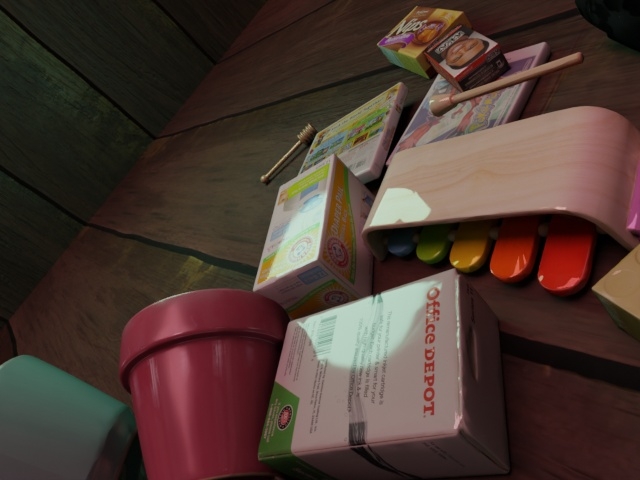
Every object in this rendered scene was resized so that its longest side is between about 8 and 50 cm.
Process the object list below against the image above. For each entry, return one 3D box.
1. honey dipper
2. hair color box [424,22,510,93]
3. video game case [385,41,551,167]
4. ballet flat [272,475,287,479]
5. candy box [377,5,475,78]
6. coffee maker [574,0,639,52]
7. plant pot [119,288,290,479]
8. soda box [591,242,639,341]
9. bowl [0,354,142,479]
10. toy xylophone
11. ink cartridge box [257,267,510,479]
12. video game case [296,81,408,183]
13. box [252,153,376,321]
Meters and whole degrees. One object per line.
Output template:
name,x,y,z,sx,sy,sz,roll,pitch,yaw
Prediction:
honey dipper,-0.069,-0.180,1.026,0.161,0.030,0.030,-45,30,13
hair color box,0.211,-0.268,0.713,0.072,0.043,0.141,-37,33,15
video game case,0.205,-0.185,0.690,0.183,0.023,0.201,4,58,53
ballet flat,0.029,0.259,0.356,0.250,0.084,0.058,15,66,50
candy box,0.189,-0.371,0.893,0.109,0.053,0.186,-42,32,9
coffee maker,0.387,-0.294,0.492,0.178,0.120,0.171,-45,31,6
plant pot,-0.116,0.181,0.529,0.201,0.201,0.180,-33,49,23
soda box,0.265,0.067,0.293,0.061,0.058,0.181,-45,31,5
bowl,-0.319,0.306,0.580,0.311,0.163,0.311,-171,90,-83
toy xylophone,0.182,-0.072,0.524,0.323,0.081,0.236,7,63,54
ink cartridge box,0.056,0.133,0.450,0.208,0.087,0.153,-24,38,35
video game case,0.040,-0.153,0.839,0.227,0.026,0.206,-20,40,47
box,0.000,0.000,0.656,0.114,0.103,0.203,-26,37,32
